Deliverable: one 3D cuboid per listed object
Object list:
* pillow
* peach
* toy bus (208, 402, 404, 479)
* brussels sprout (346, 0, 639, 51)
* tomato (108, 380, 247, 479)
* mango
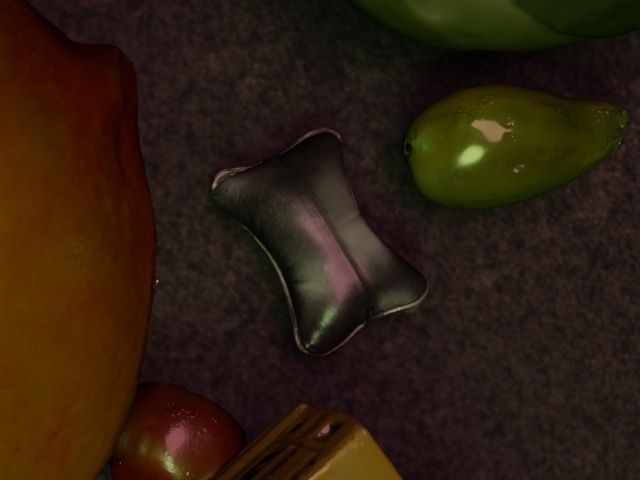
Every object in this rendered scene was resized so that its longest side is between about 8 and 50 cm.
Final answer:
[{"bbox_3d":[0.000,0.000,1.170,0.091,0.055,0.135,-29,84,7],"label":"pillow"},{"bbox_3d":[-0.251,0.016,0.922,0.373,0.290,0.372,-1,88,18],"label":"peach"},{"bbox_3d":[0.059,0.256,1.068,0.121,0.123,0.335,-41,103,-23],"label":"toy bus"},{"bbox_3d":[0.112,-0.283,1.168,0.371,0.276,0.314,35,63,-9],"label":"brussels sprout"},{"bbox_3d":[-0.087,0.125,1.090,0.087,0.087,0.075,30,74,-12],"label":"tomato"},{"bbox_3d":[0.133,-0.062,1.221,0.165,0.091,0.074,-7,69,-22],"label":"mango"}]
